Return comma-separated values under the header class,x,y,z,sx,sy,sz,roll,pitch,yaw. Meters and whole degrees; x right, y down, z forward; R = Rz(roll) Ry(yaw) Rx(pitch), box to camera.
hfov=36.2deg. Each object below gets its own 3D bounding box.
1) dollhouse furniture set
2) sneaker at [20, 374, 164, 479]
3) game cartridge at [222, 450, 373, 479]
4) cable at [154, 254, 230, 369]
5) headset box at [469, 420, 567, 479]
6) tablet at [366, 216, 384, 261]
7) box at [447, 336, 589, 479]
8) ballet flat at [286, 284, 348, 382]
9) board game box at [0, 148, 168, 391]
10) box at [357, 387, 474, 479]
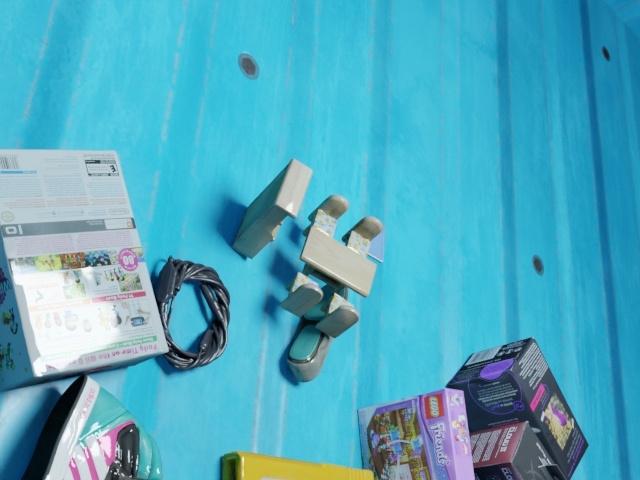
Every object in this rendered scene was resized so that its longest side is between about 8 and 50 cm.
class,x,y,z,sx,sy,sz,roll,pitch,yaw
dollhouse furniture set,0.000,0.000,1.660,0.242,0.161,0.212,31,49,-15
sneaker,-0.295,0.336,1.248,0.178,0.124,0.295,37,46,-21
game cartridge,-0.022,0.491,1.547,0.323,0.052,0.285,19,59,-43
cable,-0.201,0.121,1.521,0.150,0.047,0.184,35,46,-41
headset box,0.313,0.457,1.763,0.218,0.293,0.110,55,40,-15
tablet,0.108,-0.002,1.966,0.054,0.006,0.083,30,51,-38
box,0.409,0.362,2.022,0.143,0.165,0.270,-37,102,-51
ballet flat,-0.003,0.162,1.724,0.213,0.072,0.068,-61,147,-44
board game box,-0.352,0.033,1.335,0.224,0.097,0.303,-5,75,-50
box,0.168,0.418,1.685,0.057,0.201,0.293,17,62,-45
